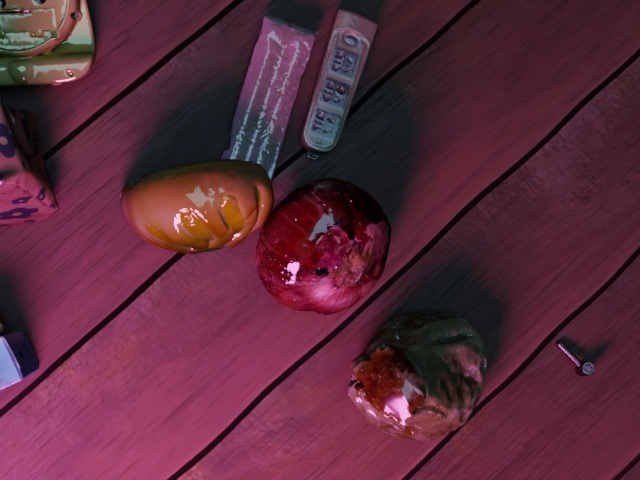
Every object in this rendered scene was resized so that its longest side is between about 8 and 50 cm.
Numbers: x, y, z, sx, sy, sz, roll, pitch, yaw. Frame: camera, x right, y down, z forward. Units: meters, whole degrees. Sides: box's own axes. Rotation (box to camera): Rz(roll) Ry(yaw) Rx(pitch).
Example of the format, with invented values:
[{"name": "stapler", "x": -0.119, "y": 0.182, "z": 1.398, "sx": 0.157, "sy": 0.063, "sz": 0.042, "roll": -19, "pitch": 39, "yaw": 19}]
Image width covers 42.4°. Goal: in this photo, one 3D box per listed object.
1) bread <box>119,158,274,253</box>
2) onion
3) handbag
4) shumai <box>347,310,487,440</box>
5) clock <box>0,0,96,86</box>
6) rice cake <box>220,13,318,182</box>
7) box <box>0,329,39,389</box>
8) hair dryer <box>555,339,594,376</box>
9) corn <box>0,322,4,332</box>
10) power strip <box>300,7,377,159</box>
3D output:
[{"name": "bread", "x": -0.223, "y": -0.052, "z": 1.388, "sx": 0.260, "sy": 0.156, "sz": 0.158, "roll": -10, "pitch": 91, "yaw": 27}, {"name": "onion", "x": 0.000, "y": 0.000, "z": 1.404, "sx": 0.252, "sy": 0.252, "sz": 0.219, "roll": -28, "pitch": 48, "yaw": -9}, {"name": "handbag", "x": -0.539, "y": -0.134, "z": 1.308, "sx": 0.190, "sy": 0.251, "sz": 0.193, "roll": -8, "pitch": 79, "yaw": -1}, {"name": "shumai", "x": 0.186, "y": 0.235, "z": 1.414, "sx": 0.260, "sy": 0.222, "sz": 0.225, "roll": -26, "pitch": 89, "yaw": -13}, {"name": "clock", "x": -0.505, "y": -0.410, "z": 1.359, "sx": 0.234, "sy": 0.096, "sz": 0.308, "roll": -5, "pitch": 105, "yaw": -6}, {"name": "rice cake", "x": -0.095, "y": -0.253, "z": 1.473, "sx": 0.106, "sy": 0.050, "sz": 0.298, "roll": 17, "pitch": 86, "yaw": -7}, {"name": "box", "x": -0.589, "y": 0.232, "z": 1.332, "sx": 0.232, "sy": 0.142, "sz": 0.083, "roll": -26, "pitch": 91, "yaw": -8}, {"name": "hair dryer", "x": 0.476, "y": 0.219, "z": 1.547, "sx": 0.026, "sy": 0.047, "sz": 0.083, "roll": -40, "pitch": 79, "yaw": -8}, {"name": "corn", "x": -0.643, "y": 0.173, "z": 1.364, "sx": 0.237, "sy": 0.079, "sz": 0.080, "roll": -19, "pitch": 91, "yaw": -11}, {"name": "power strip", "x": 0.027, "y": -0.284, "z": 1.496, "sx": 0.080, "sy": 0.048, "sz": 0.286, "roll": 19, "pitch": 87, "yaw": -6}]
